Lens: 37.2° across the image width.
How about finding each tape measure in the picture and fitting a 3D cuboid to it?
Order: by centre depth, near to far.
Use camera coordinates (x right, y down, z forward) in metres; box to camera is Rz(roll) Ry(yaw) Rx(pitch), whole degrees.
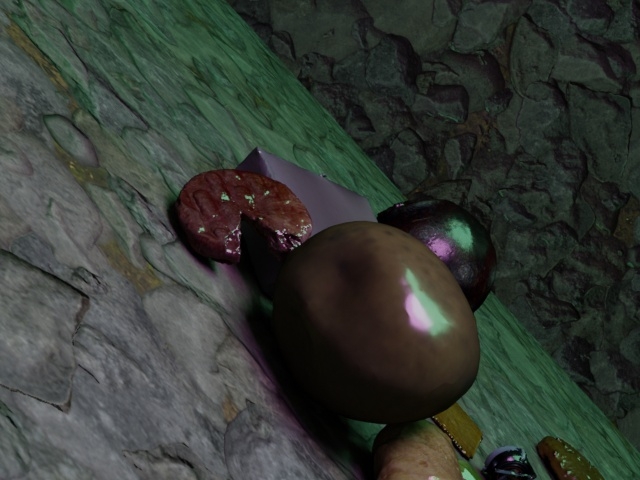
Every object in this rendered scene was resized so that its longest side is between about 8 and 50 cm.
[{"bbox_3d":[0.357,0.433,1.798,0.094,0.091,0.054,43,17,-27],"label":"tape measure"}]

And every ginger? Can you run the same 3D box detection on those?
[{"bbox_3d":[0.138,0.349,1.262,0.189,0.126,0.354,33,14,-18],"label":"ginger"}]

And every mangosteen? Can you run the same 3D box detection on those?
[{"bbox_3d":[0.209,0.069,1.938,0.330,0.330,0.330,45,13,-13],"label":"mangosteen"}]

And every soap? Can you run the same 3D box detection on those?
[{"bbox_3d":[0.000,0.000,1.691,0.296,0.107,0.285,22,34,-38],"label":"soap"}]

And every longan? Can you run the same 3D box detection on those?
[{"bbox_3d":[0.076,0.121,1.372,0.288,0.288,0.350,37,9,-39],"label":"longan"}]

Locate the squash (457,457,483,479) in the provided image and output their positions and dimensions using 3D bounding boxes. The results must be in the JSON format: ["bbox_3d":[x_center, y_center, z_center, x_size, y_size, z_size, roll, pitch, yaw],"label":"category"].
[{"bbox_3d":[0.256,0.430,1.518,0.219,0.068,0.077,50,24,7],"label":"squash"}]

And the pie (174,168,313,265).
[{"bbox_3d":[-0.121,-0.037,1.487,0.218,0.054,0.204,5,40,-18],"label":"pie"}]

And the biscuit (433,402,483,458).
[{"bbox_3d":[0.238,0.324,1.903,0.232,0.013,0.237,50,12,10],"label":"biscuit"}]

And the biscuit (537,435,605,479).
[{"bbox_3d":[0.649,0.592,2.324,0.296,0.075,0.296,45,12,-13],"label":"biscuit"}]
